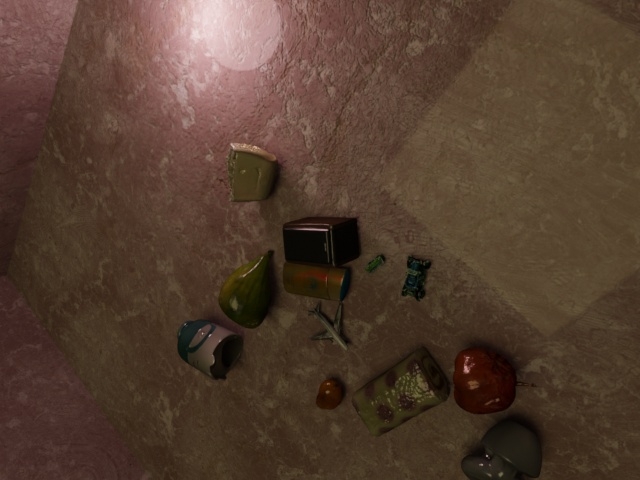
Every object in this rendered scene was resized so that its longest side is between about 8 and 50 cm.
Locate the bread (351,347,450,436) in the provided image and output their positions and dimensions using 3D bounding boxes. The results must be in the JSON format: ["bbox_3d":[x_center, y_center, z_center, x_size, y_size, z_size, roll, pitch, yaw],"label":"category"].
[{"bbox_3d":[0.281,0.553,1.542,0.338,0.155,0.187,-44,74,31],"label":"bread"}]

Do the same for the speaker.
[{"bbox_3d":[0.000,0.000,1.564,0.230,0.192,0.153,3,104,35],"label":"speaker"}]

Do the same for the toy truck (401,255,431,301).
[{"bbox_3d":[0.320,0.134,1.465,0.080,0.078,0.154,16,110,29],"label":"toy truck"}]

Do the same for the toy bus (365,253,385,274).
[{"bbox_3d":[0.199,0.085,1.554,0.037,0.031,0.083,49,122,6],"label":"toy bus"}]

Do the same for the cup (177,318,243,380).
[{"bbox_3d":[-0.508,0.513,1.993,0.257,0.219,0.290,19,143,27],"label":"cup"}]

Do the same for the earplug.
[{"bbox_3d":[0.595,0.728,1.400,0.214,0.175,0.326,26,123,19],"label":"earplug"}]

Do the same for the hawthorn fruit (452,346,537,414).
[{"bbox_3d":[0.543,0.442,1.343,0.243,0.207,0.207,-2,101,27],"label":"hawthorn fruit"}]

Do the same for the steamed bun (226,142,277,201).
[{"bbox_3d":[-0.283,-0.261,1.680,0.170,0.200,0.225,-120,43,-55],"label":"steamed bun"}]

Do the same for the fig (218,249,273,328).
[{"bbox_3d":[-0.299,0.206,1.818,0.233,0.233,0.314,3,60,31],"label":"fig"}]

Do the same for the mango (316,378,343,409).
[{"bbox_3d":[0.039,0.633,1.756,0.105,0.084,0.159,25,135,7],"label":"mango"}]

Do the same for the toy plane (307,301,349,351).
[{"bbox_3d":[0.038,0.348,1.699,0.226,0.058,0.226,43,116,12],"label":"toy plane"}]

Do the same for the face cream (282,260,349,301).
[{"bbox_3d":[-0.016,0.159,1.679,0.285,0.067,0.139,5,107,30],"label":"face cream"}]
